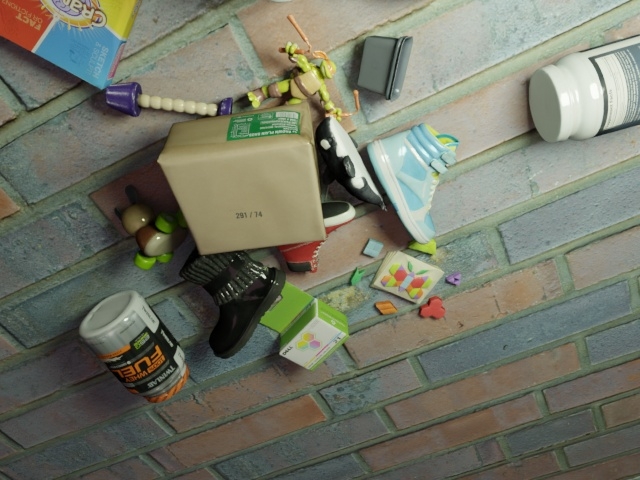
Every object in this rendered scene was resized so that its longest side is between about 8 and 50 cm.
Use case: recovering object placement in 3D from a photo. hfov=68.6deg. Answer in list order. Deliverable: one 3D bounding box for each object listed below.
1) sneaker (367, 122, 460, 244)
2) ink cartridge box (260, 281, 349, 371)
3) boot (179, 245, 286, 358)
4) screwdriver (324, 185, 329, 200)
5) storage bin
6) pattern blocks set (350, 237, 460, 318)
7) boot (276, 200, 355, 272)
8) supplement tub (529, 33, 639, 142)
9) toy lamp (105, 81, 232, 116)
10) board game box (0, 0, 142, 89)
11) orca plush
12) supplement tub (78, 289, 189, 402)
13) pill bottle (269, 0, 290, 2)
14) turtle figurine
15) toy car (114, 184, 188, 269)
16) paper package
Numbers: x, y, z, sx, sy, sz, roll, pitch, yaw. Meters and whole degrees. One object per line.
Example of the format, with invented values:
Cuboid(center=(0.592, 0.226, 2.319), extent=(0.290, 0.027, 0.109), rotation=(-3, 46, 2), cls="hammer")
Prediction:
Cuboid(center=(0.272, -0.144, 1.170), extent=(0.208, 0.127, 0.319), rotation=(-26, 120, 14), cls="sneaker")
Cuboid(center=(-0.071, 0.258, 1.417), extent=(0.255, 0.097, 0.189), rotation=(33, 115, -21), cls="ink cartridge box")
Cuboid(center=(-0.290, 0.158, 1.320), extent=(0.260, 0.131, 0.348), rotation=(28, 106, -26), cls="boot")
Cuboid(center=(0.029, -0.171, 1.200), extent=(0.024, 0.025, 0.170), rotation=(8, 120, -8), cls="screwdriver")
Cuboid(center=(0.141, -0.391, 1.040), extent=(0.091, 0.098, 0.135), rotation=(21, 123, 17), cls="storage bin")
Cuboid(center=(0.255, 0.112, 1.383), extent=(0.324, 0.026, 0.286), rotation=(10, 120, -8), cls="pattern blocks set")
Cuboid(center=(0.000, 0.000, 1.271), extent=(0.244, 0.088, 0.176), rotation=(-18, 121, 17), cls="boot")
Cuboid(center=(0.629, -0.333, 1.032), extent=(0.272, 0.191, 0.191), rotation=(-14, 121, 7), cls="supplement tub")
Cuboid(center=(-0.342, -0.308, 1.069), extent=(0.274, 0.080, 0.080), rotation=(8, 121, -8), cls="toy lamp")
Cuboid(center=(-0.494, -0.509, 0.944), extent=(0.242, 0.064, 0.317), rotation=(26, 117, -17), cls="board game box")
Cuboid(center=(0.055, -0.169, 1.146), extent=(0.102, 0.151, 0.287), rotation=(-22, 144, 23), cls="orca plush")
Cuboid(center=(-0.531, 0.317, 1.374), extent=(0.193, 0.194, 0.316), rotation=(-20, 121, 10), cls="supplement tub")
Cuboid(center=(-0.074, -0.514, 0.844), extent=(0.146, 0.264, 0.146), rotation=(-1, 121, -2), cls="pill bottle")
Cuboid(center=(-0.052, -0.354, 1.045), extent=(0.217, 0.087, 0.269), rotation=(-24, 136, 23), cls="turtle figurine")
Cuboid(center=(-0.452, -0.049, 1.217), extent=(0.188, 0.149, 0.155), rotation=(41, 111, 7), cls="toy car")
Cuboid(center=(-0.163, -0.133, 1.089), extent=(0.324, 0.168, 0.310), rotation=(-7, 138, 3), cls="paper package")
